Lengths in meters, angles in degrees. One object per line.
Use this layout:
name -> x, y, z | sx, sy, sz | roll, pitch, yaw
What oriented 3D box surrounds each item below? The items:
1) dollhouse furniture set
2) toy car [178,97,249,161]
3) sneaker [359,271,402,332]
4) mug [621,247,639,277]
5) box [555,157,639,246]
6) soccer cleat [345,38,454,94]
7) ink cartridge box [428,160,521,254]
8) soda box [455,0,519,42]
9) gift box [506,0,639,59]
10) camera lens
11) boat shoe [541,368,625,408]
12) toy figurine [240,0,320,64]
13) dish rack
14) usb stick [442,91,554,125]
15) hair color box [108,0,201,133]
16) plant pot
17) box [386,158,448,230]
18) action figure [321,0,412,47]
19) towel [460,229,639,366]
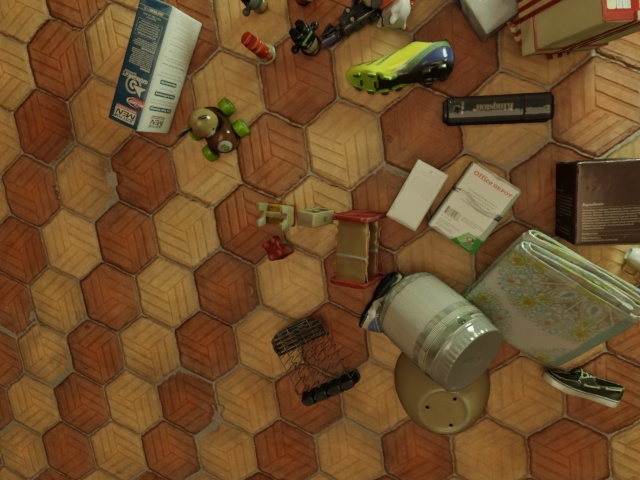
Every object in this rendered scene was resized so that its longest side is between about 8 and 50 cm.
dollhouse furniture set -> 0.000, 0.000, 1.336 | 0.374, 0.152, 0.201 | 10, 104, 28
toy car -> -0.323, -0.321, 1.300 | 0.155, 0.188, 0.149 | -34, 92, 16
sneaker -> 0.193, 0.185, 1.349 | 0.081, 0.080, 0.211 | 26, 115, 0
mug -> 0.835, 0.058, 1.189 | 0.064, 0.062, 0.078 | 31, 99, 13
box -> 0.698, -0.099, 1.130 | 0.167, 0.168, 0.203 | -2, 101, 13
soccer cleat -> 0.212, -0.473, 1.222 | 0.289, 0.093, 0.121 | -3, 70, 17
ink cartridge box -> 0.415, -0.091, 1.236 | 0.153, 0.087, 0.208 | 35, 107, 4
soda box -> 0.377, -0.655, 1.135 | 0.098, 0.091, 0.286 | -33, 92, 14
gift box -> 0.578, -0.566, 1.006 | 0.276, 0.258, 0.255 | -6, 97, -15
camera lens -> 0.307, 0.232, 1.207 | 0.274, 0.219, 0.219 | 42, 111, 44
boat shoe -> 0.735, 0.396, 1.270 | 0.219, 0.078, 0.070 | 17, 105, 0
toy figurine -> -0.111, -0.601, 1.231 | 0.213, 0.148, 0.210 | -7, 93, 16
dish rack -> -0.023, 0.378, 1.432 | 0.208, 0.074, 0.272 | -28, 92, 15
usb stick -> 0.467, -0.347, 1.198 | 0.278, 0.045, 0.077 | 1, 102, 13
hair color box -> -0.476, -0.494, 1.309 | 0.105, 0.174, 0.347 | 24, 104, 7
plant pot -> 0.349, 0.440, 1.299 | 0.284, 0.191, 0.284 | 3, 102, 12
box -> 0.263, -0.128, 1.240 | 0.091, 0.130, 0.170 | 30, 105, 5
action figure -> 0.102, -0.664, 1.155 | 0.341, 0.178, 0.330 | -34, 83, 15
towel -> 0.567, 0.164, 1.168 | 0.320, 0.090, 0.374 | 32, 142, 8
